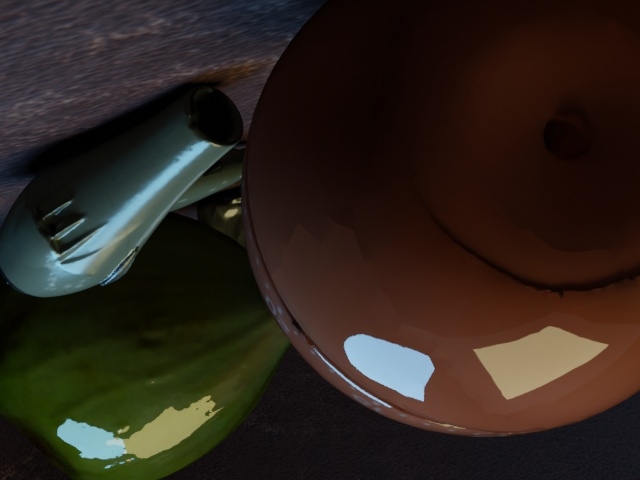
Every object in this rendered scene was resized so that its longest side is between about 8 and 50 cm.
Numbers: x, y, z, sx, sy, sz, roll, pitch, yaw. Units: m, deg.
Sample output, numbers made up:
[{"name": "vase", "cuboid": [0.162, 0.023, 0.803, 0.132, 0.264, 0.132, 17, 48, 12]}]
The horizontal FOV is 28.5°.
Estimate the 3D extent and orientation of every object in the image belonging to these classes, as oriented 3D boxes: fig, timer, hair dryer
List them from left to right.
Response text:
[{"name": "fig", "cuboid": [-0.145, 0.085, 1.070, 0.271, 0.239, 0.239, -10, 177, 15]}, {"name": "hair dryer", "cuboid": [-0.090, -0.047, 0.818, 0.225, 0.088, 0.219, -27, 178, -30]}, {"name": "timer", "cuboid": [0.076, -0.024, 0.589, 0.230, 0.229, 0.215, -14, 174, -14]}]

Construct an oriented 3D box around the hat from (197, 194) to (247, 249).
[{"name": "hat", "cuboid": [0.000, 0.000, 1.235, 0.245, 0.149, 0.214, -5, 179, 21]}]
